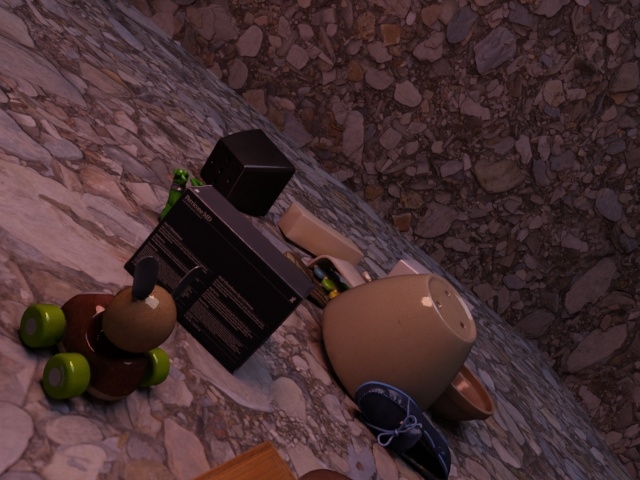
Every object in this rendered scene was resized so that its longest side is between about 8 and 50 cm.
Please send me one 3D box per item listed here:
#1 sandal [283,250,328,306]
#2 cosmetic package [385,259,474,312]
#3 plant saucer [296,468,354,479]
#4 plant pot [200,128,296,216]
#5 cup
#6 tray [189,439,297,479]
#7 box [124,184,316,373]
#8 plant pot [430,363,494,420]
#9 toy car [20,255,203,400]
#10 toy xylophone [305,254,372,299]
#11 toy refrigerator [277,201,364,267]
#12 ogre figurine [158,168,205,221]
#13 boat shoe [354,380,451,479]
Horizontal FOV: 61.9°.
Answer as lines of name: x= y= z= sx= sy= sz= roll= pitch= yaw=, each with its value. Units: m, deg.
sandal: x=-0.045 y=0.107 z=1.358 sx=0.180 sy=0.049 sz=0.072 roll=53 pitch=17 yaw=-20
cosmetic package: x=0.288 y=0.170 z=1.470 sx=0.224 sy=0.138 sz=0.224 roll=40 pitch=9 yaw=16
plant saucer: x=0.043 y=0.399 z=0.554 sx=0.311 sy=0.050 sz=0.311 roll=49 pitch=28 yaw=-38
plant pot: x=-0.219 y=-0.192 z=1.494 sx=0.187 sy=0.188 sz=0.166 roll=50 pitch=30 yaw=22
cup: x=0.200 y=0.205 z=1.192 sx=0.331 sy=0.237 sz=0.331 roll=35 pitch=32 yaw=-26
tray: x=-0.116 y=0.341 z=0.498 sx=0.203 sy=0.076 sz=0.410 roll=49 pitch=16 yaw=21
box: x=-0.167 y=0.060 z=0.909 sx=0.261 sy=0.184 sz=0.103 roll=44 pitch=16 yaw=3
plant pot: x=0.334 y=0.390 z=1.408 sx=0.237 sy=0.110 sz=0.237 roll=40 pitch=15 yaw=-13
toy car: x=-0.235 y=0.087 z=0.659 sx=0.149 sy=0.188 sz=0.155 roll=50 pitch=17 yaw=24
toy xylophone: x=0.107 y=0.163 z=1.502 sx=0.236 sy=0.081 sz=0.323 roll=25 pitch=24 yaw=-48
toy refrigerator: x=0.000 y=0.000 z=1.664 sx=0.269 sy=0.094 sz=0.102 roll=33 pitch=11 yaw=-33
ogre figurine: x=-0.254 y=-0.044 z=1.098 sx=0.197 sy=0.118 sz=0.097 roll=40 pitch=11 yaw=-14
boat shoe: x=0.176 y=0.379 z=1.061 sx=0.258 sy=0.109 sz=0.089 roll=38 pitch=19 yaw=-10
